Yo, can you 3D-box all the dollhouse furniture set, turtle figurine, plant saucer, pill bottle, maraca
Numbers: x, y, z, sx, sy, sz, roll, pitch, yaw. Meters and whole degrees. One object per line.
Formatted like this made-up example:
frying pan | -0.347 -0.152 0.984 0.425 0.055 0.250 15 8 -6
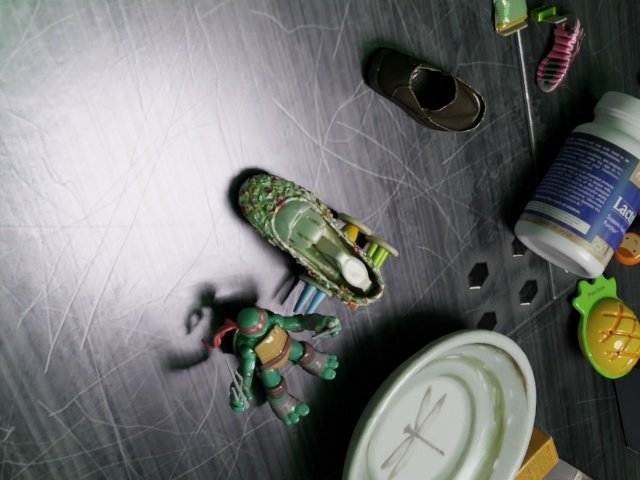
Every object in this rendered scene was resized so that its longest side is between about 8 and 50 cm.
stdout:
dollhouse furniture set | 0.315 -0.343 1.699 0.152 0.059 0.076 -27 124 -31
turtle figurine | -0.056 0.145 1.549 0.175 0.118 0.234 -38 147 -4
plant saucer | 0.163 0.308 1.826 0.401 0.101 0.400 -18 120 -34
pill bottle | 0.428 -0.088 1.848 0.153 0.153 0.264 36 84 -45
maraca | 0.492 0.147 2.055 0.127 0.099 0.185 -25 98 -34

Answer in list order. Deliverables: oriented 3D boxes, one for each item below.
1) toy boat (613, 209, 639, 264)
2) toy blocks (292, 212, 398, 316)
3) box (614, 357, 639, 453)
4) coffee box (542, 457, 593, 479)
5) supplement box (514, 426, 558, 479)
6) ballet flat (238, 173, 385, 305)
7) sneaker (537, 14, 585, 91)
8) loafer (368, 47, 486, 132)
toy boat | 0.569 -0.011 2.040 0.151 0.151 0.231 -30 132 8
toy blocks | 0.029 0.052 1.625 0.123 0.054 0.148 37 83 -44
box | 0.653 0.270 2.245 0.184 0.103 0.261 -40 131 -25
coffee box | 0.452 0.491 2.167 0.246 0.098 0.141 37 83 -44
supplement box | 0.298 0.414 2.011 0.233 0.078 0.080 -43 131 -18
ballet flat | 0.000 0.000 1.515 0.241 0.077 0.091 39 84 -26
sneaker | 0.366 -0.276 1.790 0.057 0.047 0.119 13 101 -56
loafer | 0.157 -0.191 1.612 0.220 0.078 0.080 15 98 -44
